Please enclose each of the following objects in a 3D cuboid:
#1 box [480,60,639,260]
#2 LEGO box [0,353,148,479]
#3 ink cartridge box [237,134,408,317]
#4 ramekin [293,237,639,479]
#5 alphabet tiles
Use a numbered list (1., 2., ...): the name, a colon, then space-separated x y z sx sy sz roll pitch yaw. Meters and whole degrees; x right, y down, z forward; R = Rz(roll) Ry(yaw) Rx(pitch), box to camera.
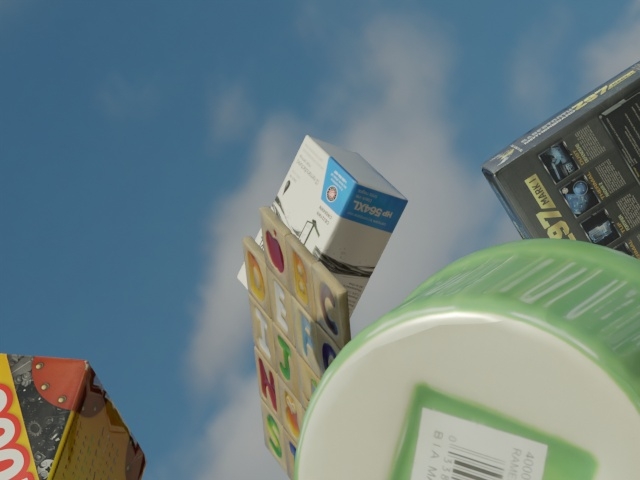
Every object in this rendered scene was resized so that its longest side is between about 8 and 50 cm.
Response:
1. box: 0.279 -0.018 1.744 0.183 0.233 0.059 -34 12 -3
2. LEGO box: -0.425 0.357 1.855 0.193 0.372 0.500 69 -150 -50
3. ink cartridge box: 0.000 0.000 2.341 0.086 0.148 0.203 18 -74 -33
4. ramekin: 0.130 0.158 1.274 0.148 0.303 0.303 -18 -46 -61
5. alphabet tiles: -0.003 0.154 1.682 0.011 0.285 0.343 -15 -59 -18
